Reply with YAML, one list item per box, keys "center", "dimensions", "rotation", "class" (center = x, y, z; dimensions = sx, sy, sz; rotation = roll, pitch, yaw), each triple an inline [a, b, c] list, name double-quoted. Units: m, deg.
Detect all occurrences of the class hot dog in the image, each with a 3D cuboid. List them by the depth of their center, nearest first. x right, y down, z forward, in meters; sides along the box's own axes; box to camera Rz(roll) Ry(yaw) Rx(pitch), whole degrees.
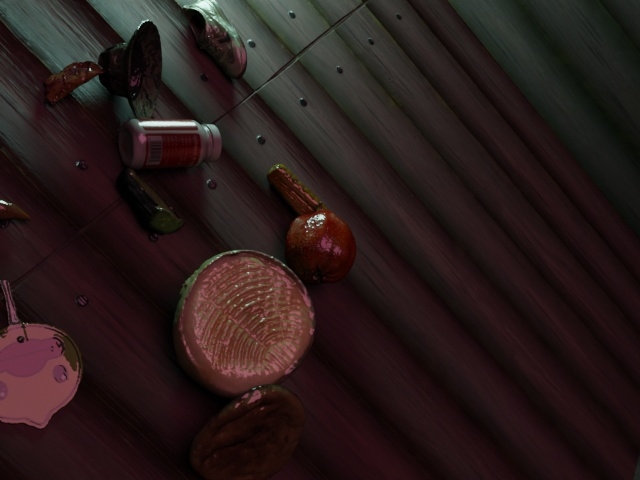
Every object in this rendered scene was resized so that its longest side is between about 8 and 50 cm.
- center: [-0.048, -0.114, 1.922]
  dimensions: [0.289, 0.083, 0.068]
  rotation: [47, 12, -10]
  class: "hot dog"

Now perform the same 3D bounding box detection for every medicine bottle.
- center: [-0.398, -0.257, 1.693]
  dimensions: [0.250, 0.131, 0.131]
  rotation: [-7, 75, -39]
  class: "medicine bottle"

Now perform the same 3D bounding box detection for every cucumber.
- center: [-0.444, -0.095, 1.624]
  dimensions: [0.193, 0.086, 0.115]
  rotation: [54, 6, -2]
  class: "cucumber"

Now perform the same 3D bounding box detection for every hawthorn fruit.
- center: [0.000, 0.000, 1.826]
  dimensions: [0.205, 0.205, 0.253]
  rotation: [25, 53, -25]
  class: "hawthorn fruit"

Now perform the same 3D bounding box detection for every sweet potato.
- center: [-0.757, -0.081, 1.409]
  dimensions: [0.218, 0.051, 0.065]
  rotation: [12, 60, -32]
  class: "sweet potato"

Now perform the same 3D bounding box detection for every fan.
- center: [-0.641, 0.243, 1.377]
  dimensions: [0.229, 0.011, 0.335]
  rotation: [-11, 79, -38]
  class: "fan"

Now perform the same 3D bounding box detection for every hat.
- center: [-0.512, -0.447, 1.678]
  dimensions: [0.128, 0.265, 0.265]
  rotation: [6, 61, 6]
  class: "hat"

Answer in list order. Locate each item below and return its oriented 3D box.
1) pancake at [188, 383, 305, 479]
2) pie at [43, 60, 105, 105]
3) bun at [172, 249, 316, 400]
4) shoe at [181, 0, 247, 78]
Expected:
- center: [-0.159, 0.465, 1.497]
  dimensions: [0.294, 0.049, 0.294]
  rotation: [-14, 120, -25]
  class: "pancake"
- center: [-0.637, -0.409, 1.614]
  dimensions: [0.170, 0.034, 0.092]
  rotation: [-36, 65, -7]
  class: "pie"
- center: [-0.200, 0.214, 1.584]
  dimensions: [0.364, 0.202, 0.364]
  rotation: [9, 70, -25]
  class: "bun"
- center: [-0.320, -0.609, 1.928]
  dimensions: [0.098, 0.103, 0.275]
  rotation: [-29, 82, -39]
  class: "shoe"
